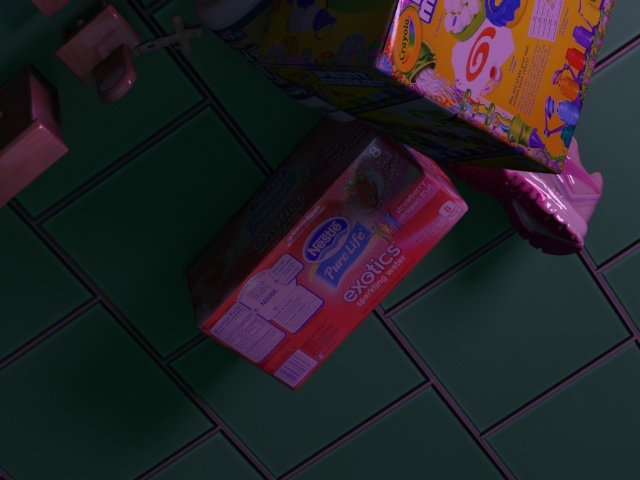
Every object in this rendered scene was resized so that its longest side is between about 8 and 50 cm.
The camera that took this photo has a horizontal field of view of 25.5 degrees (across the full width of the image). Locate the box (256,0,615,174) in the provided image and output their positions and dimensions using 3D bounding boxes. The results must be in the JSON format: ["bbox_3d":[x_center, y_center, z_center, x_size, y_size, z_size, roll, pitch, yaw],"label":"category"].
[{"bbox_3d":[0.132,-0.250,1.383,0.279,0.177,0.289,25,80,-41],"label":"box"}]

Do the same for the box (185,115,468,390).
[{"bbox_3d":[0.000,0.000,1.613,0.154,0.142,0.300,35,106,-27],"label":"box"}]

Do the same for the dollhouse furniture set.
[{"bbox_3d":[-0.400,-0.214,1.384,0.303,0.174,0.355,-38,120,9],"label":"dollhouse furniture set"}]

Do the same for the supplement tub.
[{"bbox_3d":[-0.016,-0.231,1.481,0.200,0.144,0.144,38,104,-27],"label":"supplement tub"}]

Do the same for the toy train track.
[{"bbox_3d":[-0.166,-0.215,1.530,0.083,0.014,0.048,-18,121,-2],"label":"toy train track"}]

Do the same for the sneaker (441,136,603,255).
[{"bbox_3d":[0.230,-0.101,1.645,0.252,0.103,0.111,45,63,-16],"label":"sneaker"}]
